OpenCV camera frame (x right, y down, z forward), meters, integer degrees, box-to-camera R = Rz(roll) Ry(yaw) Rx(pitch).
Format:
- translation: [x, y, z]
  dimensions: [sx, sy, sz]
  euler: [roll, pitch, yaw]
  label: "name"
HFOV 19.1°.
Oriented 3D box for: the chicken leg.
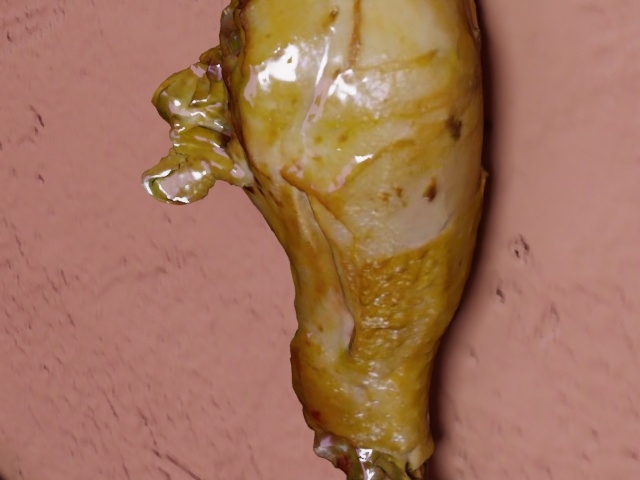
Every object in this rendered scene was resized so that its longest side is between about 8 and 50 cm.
- translation: [0.003, 0.001, 0.581]
  dimensions: [0.101, 0.085, 0.208]
  euler: [1, 116, 13]
  label: "chicken leg"
